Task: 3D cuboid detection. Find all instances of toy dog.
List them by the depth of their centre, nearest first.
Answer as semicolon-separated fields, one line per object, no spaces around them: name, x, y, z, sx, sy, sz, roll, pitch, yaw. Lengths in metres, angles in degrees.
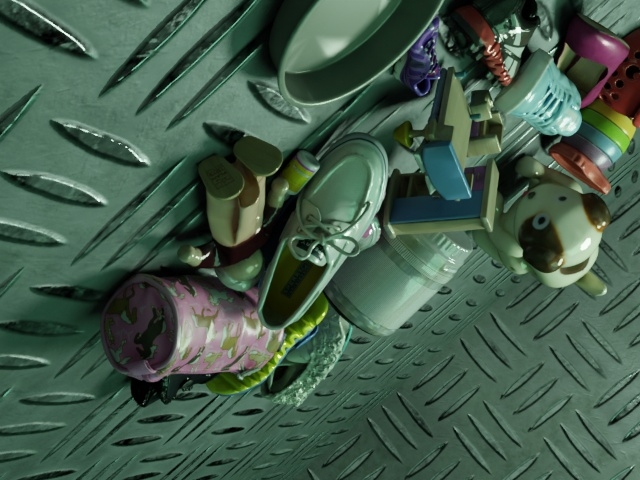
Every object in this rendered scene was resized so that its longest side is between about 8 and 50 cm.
toy dog;0.566;-0.013;2.415;0.285;0.395;0.408;-31;170;2

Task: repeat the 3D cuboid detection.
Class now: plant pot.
plant pot;0.744;-0.368;2.243;0.191;0.174;0.191;-32;159;-14

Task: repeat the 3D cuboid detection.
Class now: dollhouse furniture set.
dollhouse furniture set;0.188;-0.188;1.735;0.198;0.286;0.303;-4;144;24

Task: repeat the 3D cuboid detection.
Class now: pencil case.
pencil case;-0.207;0.149;1.636;0.160;0.167;0.386;-49;157;12

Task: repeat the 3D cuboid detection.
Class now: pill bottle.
pill bottle;-0.042;-0.103;1.562;0.083;0.043;0.043;-48;160;24

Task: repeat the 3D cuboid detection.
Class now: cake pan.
cake pan;0.049;-0.297;1.269;0.293;0.054;0.293;-35;161;-14

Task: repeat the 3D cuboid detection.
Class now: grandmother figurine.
grandmother figurine;-0.130;-0.018;1.512;0.208;0.104;0.342;-25;156;-14

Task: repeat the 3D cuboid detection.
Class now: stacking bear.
stacking bear;0.717;-0.290;2.402;0.175;0.164;0.289;37;94;-33

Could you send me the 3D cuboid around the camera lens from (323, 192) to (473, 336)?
camera lens;0.145;0.043;1.976;0.274;0.219;0.219;-45;161;18

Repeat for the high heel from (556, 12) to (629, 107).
high heel;0.520;-0.334;1.942;0.181;0.127;0.377;-55;162;11

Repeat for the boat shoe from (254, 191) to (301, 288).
boat shoe;-0.060;0.020;1.740;0.109;0.089;0.258;-25;156;-37

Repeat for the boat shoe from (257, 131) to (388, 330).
boat shoe;-0.008;-0.003;1.582;0.367;0.136;0.156;-57;-176;20

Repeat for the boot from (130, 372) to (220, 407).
boot;-0.236;0.224;1.868;0.246;0.094;0.207;-43;166;29

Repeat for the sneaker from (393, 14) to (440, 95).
sneaker;0.163;-0.286;1.485;0.068;0.071;0.170;-34;160;-16

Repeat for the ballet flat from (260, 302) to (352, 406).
ballet flat;-0.049;0.288;2.339;0.147;0.147;0.409;-25;156;-37

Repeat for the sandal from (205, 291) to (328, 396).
sandal;-0.110;0.224;2.081;0.317;0.126;0.138;-36;165;-6

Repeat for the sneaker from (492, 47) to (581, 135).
sneaker;0.435;-0.267;1.832;0.135;0.150;0.366;-54;169;20

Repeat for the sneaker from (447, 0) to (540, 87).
sneaker;0.301;-0.337;1.584;0.135;0.097;0.276;-40;160;9

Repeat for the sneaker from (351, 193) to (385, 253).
sneaker;0.043;-0.048;1.786;0.111;0.103;0.252;-29;153;-16
